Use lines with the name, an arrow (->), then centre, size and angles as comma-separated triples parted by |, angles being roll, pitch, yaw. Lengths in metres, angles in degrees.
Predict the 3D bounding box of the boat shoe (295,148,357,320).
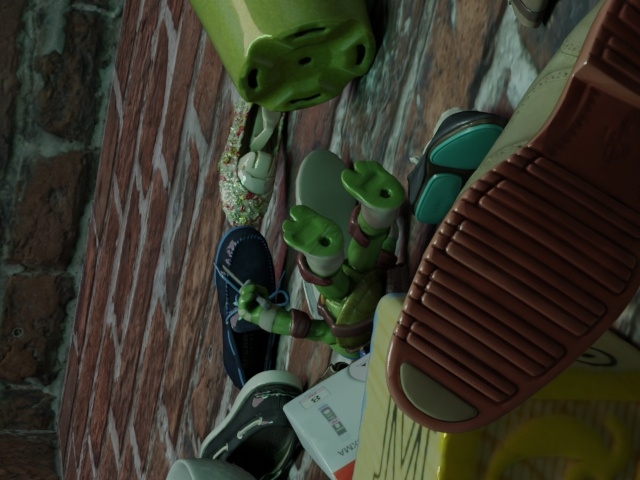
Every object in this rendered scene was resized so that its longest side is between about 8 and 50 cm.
boat shoe -> 0.001, 0.001, 2.020 | 0.081, 0.079, 0.227 | 136, 132, -60

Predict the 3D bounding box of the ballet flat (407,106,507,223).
ballet flat -> 0.132, -0.092, 1.630 | 0.203, 0.074, 0.074 | 118, 151, -58

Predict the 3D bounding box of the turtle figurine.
turtle figurine -> -0.003, 0.008, 1.790 | 0.266, 0.198, 0.274 | 95, 165, -59

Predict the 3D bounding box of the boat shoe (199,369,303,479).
boat shoe -> -0.101, 0.300, 2.242 | 0.302, 0.114, 0.091 | 111, 162, -46

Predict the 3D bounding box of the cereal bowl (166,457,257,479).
cereal bowl -> -0.109, 0.433, 1.955 | 0.339, 0.141, 0.338 | -175, 90, -74

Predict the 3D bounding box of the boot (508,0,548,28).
boot -> 0.203, -0.235, 1.482 | 0.118, 0.042, 0.087 | -107, 20, -51

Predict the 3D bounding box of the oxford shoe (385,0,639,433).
oxford shoe -> 0.176, -0.028, 1.196 | 0.397, 0.140, 0.146 | -53, 5, -10

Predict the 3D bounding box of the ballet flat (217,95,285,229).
ballet flat -> -0.094, -0.132, 2.317 | 0.077, 0.091, 0.240 | -34, 46, 54

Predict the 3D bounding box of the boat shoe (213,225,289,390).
boat shoe -> -0.090, 0.104, 2.309 | 0.089, 0.109, 0.258 | -131, 30, -57

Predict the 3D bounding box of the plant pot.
plant pot -> -0.054, -0.311, 2.011 | 0.276, 0.276, 0.253 | 117, 141, -53

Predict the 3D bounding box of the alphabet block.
alphabet block -> 0.150, 0.161, 1.317 | 0.197, 0.192, 0.193 | -135, 48, -69

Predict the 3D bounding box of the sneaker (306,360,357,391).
sneaker -> 0.021, 0.188, 1.977 | 0.188, 0.066, 0.071 | -28, 44, 65

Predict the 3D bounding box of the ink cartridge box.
ink cartridge box -> 0.080, 0.164, 1.562 | 0.066, 0.189, 0.232 | 62, 172, -14
